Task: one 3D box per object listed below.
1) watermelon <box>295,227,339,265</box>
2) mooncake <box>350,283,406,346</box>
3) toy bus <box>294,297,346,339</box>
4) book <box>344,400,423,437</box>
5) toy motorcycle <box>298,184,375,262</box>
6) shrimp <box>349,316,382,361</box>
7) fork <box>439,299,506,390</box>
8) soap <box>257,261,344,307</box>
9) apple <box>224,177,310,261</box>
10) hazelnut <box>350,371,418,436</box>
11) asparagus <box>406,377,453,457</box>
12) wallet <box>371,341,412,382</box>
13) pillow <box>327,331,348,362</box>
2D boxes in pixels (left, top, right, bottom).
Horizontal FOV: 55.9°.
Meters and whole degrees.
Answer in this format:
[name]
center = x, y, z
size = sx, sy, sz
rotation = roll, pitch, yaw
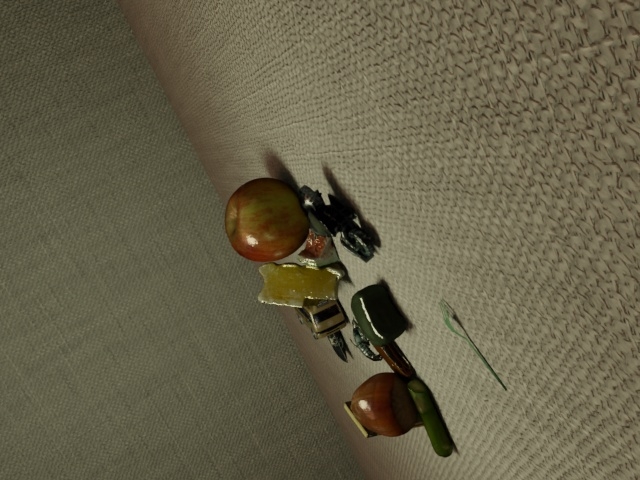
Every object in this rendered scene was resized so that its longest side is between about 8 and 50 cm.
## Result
[watermelon]
center = 0.013, 0.010, 1.943
size = 0.098, 0.121, 0.158
rotation = 27, 102, 41
[mooncake]
center = 0.161, 0.204, 1.673
size = 0.168, 0.104, 0.175
rotation = 41, 154, 62
[toy bus]
center = -0.014, 0.262, 2.350
size = 0.289, 0.139, 0.157
rotation = 37, 148, 66
[book]
center = 0.213, 0.578, 2.008
size = 0.161, 0.231, 0.026
rotation = 43, 129, 54
[toy motorcycle]
center = 0.042, -0.038, 1.609
size = 0.270, 0.106, 0.159
rotation = 43, 164, 21
[shrimp]
center = 0.148, 0.342, 2.065
size = 0.174, 0.076, 0.082
rotation = 52, 142, 29
[fork]
center = 0.324, 0.230, 1.311
size = 0.235, 0.021, 0.039
rotation = 56, 169, 19
[soap]
center = -0.016, 0.149, 2.124
size = 0.339, 0.305, 0.169
rotation = 8, -95, -69
[apple]
center = -0.171, -0.066, 2.039
size = 0.301, 0.302, 0.301
rotation = 55, 165, 22
[hazelnut]
center = 0.194, 0.511, 1.863
size = 0.176, 0.214, 0.214
rotation = -69, -42, -61
[asparagus]
center = 0.334, 0.538, 1.826
size = 0.067, 0.060, 0.277
rotation = -101, -12, -69
[wallet]
center = 0.222, 0.361, 1.909
size = 0.195, 0.042, 0.161
rotation = 50, 170, 22
[pillow]
center = 0.057, 0.409, 2.551
size = 0.208, 0.055, 0.141
rotation = 67, 171, -24
